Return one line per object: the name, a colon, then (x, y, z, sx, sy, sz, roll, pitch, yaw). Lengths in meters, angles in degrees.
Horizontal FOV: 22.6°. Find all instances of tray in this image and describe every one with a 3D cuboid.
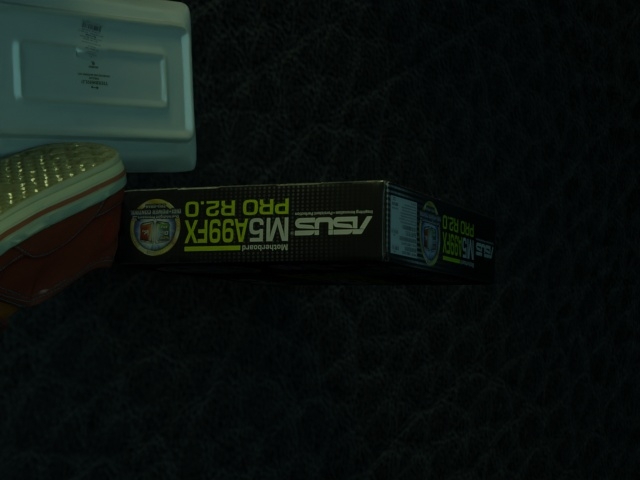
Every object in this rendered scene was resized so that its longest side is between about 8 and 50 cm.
tray: (-0.182, -0.126, 1.240, 0.270, 0.030, 0.145, -2, 89, -53)

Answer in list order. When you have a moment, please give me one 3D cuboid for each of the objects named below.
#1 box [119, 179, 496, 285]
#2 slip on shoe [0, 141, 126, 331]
box: (0.000, 0.000, 1.271, 0.270, 0.216, 0.060, 13, 76, -67)
slip on shoe: (-0.249, 0.026, 1.080, 0.331, 0.123, 0.101, -32, 125, -50)
